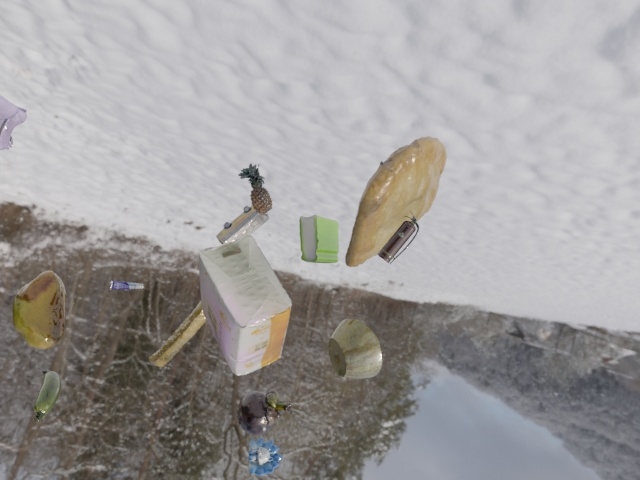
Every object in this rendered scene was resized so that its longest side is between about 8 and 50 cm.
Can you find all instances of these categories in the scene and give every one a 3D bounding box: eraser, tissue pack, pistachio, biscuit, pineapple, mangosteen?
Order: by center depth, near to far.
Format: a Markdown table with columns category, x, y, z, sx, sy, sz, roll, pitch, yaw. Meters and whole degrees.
| category | x | y | z | sx | sy | sz | roll | pitch | yaw |
| --- | --- | --- | --- | --- | --- | --- | --- | --- | --- |
| tissue pack | -0.154 | 0.134 | 0.943 | 0.124 | 0.185 | 0.225 | -19 | 150 | -24 |
| pistachio | -0.660 | 0.167 | 1.127 | 0.100 | 0.189 | 0.110 | -8 | 163 | -8 |
| biscuit | 0.278 | -0.145 | 1.602 | 0.104 | 0.429 | 0.446 | 43 | 145 | 27 |
| mangosteen | -0.225 | 0.645 | 1.800 | 0.184 | 0.172 | 0.172 | -21 | -162 | -34 |
| pineapple | -0.258 | -0.198 | 1.924 | 0.103 | 0.221 | 0.083 | -25 | -159 | -19 |
| eraser | 0.000 | 0.000 | 2.148 | 0.092 | 0.209 | 0.274 | -3 | 177 | 22 |

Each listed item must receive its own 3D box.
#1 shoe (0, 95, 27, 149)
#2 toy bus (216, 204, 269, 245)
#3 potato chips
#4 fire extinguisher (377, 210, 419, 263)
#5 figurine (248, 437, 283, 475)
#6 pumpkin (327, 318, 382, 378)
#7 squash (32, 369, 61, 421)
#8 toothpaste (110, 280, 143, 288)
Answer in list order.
| category | x | y | z | sx | sy | sz | roll | pitch | yaw |
| --- | --- | --- | --- | --- | --- | --- | --- | --- | --- |
| shoe | -0.725 | -0.207 | 0.989 | 0.095 | 0.245 | 0.138 | 40 | -169 | 32 |
| toy bus | -0.364 | -0.070 | 2.257 | 0.106 | 0.268 | 0.092 | 38 | 163 | 41 |
| potato chips | -0.473 | 0.317 | 1.653 | 0.057 | 0.407 | 0.080 | 34 | -163 | -31 |
| fire extinguisher | 0.230 | -0.006 | 1.374 | 0.064 | 0.158 | 0.043 | 42 | -169 | 18 |
| figurine | -0.165 | 0.655 | 1.437 | 0.114 | 0.079 | 0.114 | 4 | -142 | -3 |
| pumpkin | 0.097 | 0.384 | 1.620 | 0.110 | 0.217 | 0.217 | -22 | -161 | -35 |
| squash | -1.050 | 0.580 | 1.836 | 0.080 | 0.071 | 0.318 | -3 | -162 | -23 |
| toothpaste | -0.527 | 0.124 | 1.294 | 0.083 | 0.024 | 0.015 | 8 | -172 | -34 |
